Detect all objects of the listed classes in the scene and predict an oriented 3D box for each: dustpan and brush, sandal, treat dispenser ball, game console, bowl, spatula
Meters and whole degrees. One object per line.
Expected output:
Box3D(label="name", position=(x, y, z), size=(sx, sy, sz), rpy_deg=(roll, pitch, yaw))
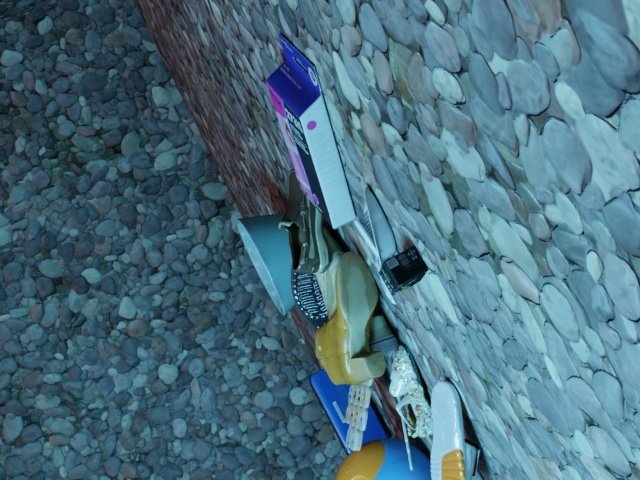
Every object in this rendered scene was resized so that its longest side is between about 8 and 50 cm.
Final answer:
Box3D(label="dustpan and brush", position=(0.108, 0.018, 1.580), size=(0.211, 0.060, 0.147), rpy_deg=(60, 170, 19))
Box3D(label="sandal", position=(0.277, 0.401, 1.698), size=(0.102, 0.076, 0.265), rpy_deg=(20, 117, 56))
Box3D(label="treat dispenser ball", position=(0.177, 0.667, 2.244), size=(0.288, 0.288, 0.288), rpy_deg=(60, 170, 18))
Box3D(label="game console", position=(0.091, 0.547, 2.773), size=(0.293, 0.250, 0.173), rpy_deg=(61, 143, 13))
Box3D(label="bowl", position=(-0.105, 0.045, 2.476), size=(0.311, 0.163, 0.311), rpy_deg=(60, 169, 20))
Box3D(label="spatula", position=(0.196, 0.422, 2.081), size=(0.242, 0.019, 0.168), rpy_deg=(-95, -5, -46))

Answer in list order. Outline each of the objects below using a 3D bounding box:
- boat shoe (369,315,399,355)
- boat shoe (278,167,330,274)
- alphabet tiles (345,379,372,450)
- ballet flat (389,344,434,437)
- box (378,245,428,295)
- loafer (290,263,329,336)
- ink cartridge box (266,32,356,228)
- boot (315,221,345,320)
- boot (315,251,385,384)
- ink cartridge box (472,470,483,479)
Box3D(label="boat shoe", position=(0.115, 0.236, 2.060), size=(0.302, 0.109, 0.094), rpy_deg=(146, 110, -70))
Box3D(label="boat shoe", position=(-0.048, -0.048, 1.963), size=(0.095, 0.095, 0.257), rpy_deg=(-32, 68, 56))
Box3D(label="alphabet tiles", position=(0.108, 0.411, 2.267), size=(0.278, 0.021, 0.284), rpy_deg=(135, 145, -79))
Box3D(label="ballet flat", position=(0.200, 0.350, 1.922), size=(0.241, 0.077, 0.091), rpy_deg=(68, 170, -19))
Box3D(label="box", position=(0.143, 0.054, 1.486), size=(0.052, 0.062, 0.083), rpy_deg=(60, 170, 13))
Box3D(label="loafer", position=(0.017, 0.176, 2.260), size=(0.130, 0.134, 0.365), rpy_deg=(-72, -33, -73))
Box3D(label="ink cartridge box", position=(-0.025, -0.211, 1.696), size=(0.175, 0.069, 0.371), rpy_deg=(53, 163, 48))
Box3D(label="boot", position=(0.021, 0.084, 2.090), size=(0.203, 0.095, 0.262), rpy_deg=(55, 161, 36))
Box3D(label="boot", position=(0.045, 0.184, 1.932), size=(0.211, 0.104, 0.295), rpy_deg=(-19, 82, 59))
Box3D(label="ink cartridge box", position=(0.331, 0.655, 1.871), size=(0.226, 0.131, 0.306), rpy_deg=(59, 168, 27))
